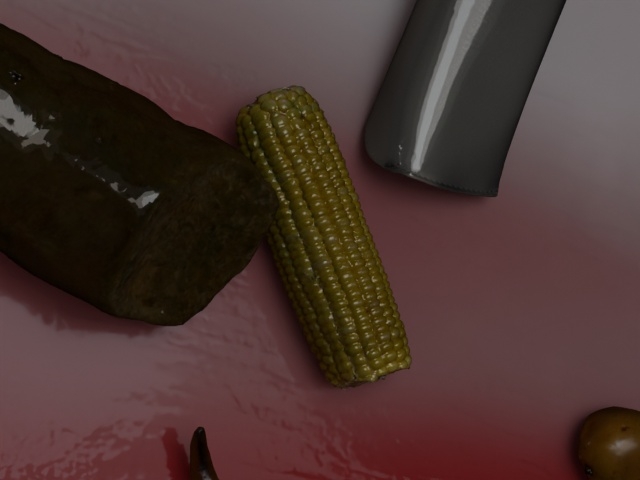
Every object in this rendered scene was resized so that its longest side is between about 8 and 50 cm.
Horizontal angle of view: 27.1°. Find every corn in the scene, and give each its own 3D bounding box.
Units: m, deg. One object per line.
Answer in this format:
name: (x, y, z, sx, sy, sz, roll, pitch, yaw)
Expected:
corn: (0.000, 0.000, 1.049, 0.081, 0.081, 0.248, -20, 90, -22)

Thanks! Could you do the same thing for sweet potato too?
sweet potato: (-0.211, -0.068, 0.950, 0.369, 0.158, 0.158, 31, 73, -7)

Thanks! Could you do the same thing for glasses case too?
glasses case: (0.139, -0.187, 1.117, 0.128, 0.083, 0.308, 23, 88, -33)

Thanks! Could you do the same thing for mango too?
mango: (0.273, 0.183, 1.137, 0.114, 0.060, 0.080, 5, 84, -24)

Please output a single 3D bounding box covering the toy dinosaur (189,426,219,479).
toy dinosaur: (0.008, 0.357, 0.998, 0.208, 0.097, 0.432, 0, 79, -11)
